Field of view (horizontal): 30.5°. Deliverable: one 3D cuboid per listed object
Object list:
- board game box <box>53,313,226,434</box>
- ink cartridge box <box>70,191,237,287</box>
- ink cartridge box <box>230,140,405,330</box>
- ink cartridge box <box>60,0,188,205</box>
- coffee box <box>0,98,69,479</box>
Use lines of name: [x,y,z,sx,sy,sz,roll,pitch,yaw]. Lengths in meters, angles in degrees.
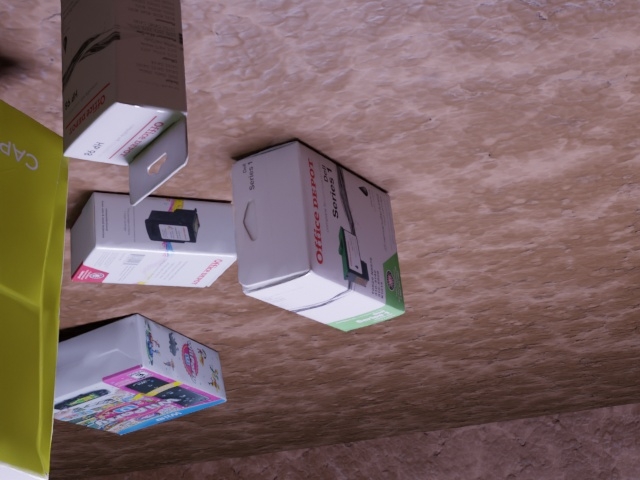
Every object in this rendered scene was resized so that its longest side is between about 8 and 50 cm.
board game box: [-0.323,0.233,1.971,0.224,0.097,0.303,-20,158,15]
ink cartridge box: [-0.204,0.003,1.430,0.175,0.072,0.127,4,158,-24]
ink cartridge box: [0.000,0.000,1.346,0.092,0.160,0.219,-17,158,27]
ink cartridge box: [-0.155,-0.129,0.913,0.060,0.180,0.104,8,156,-33]
coffee box: [-0.442,0.039,0.957,0.334,0.338,0.337,-25,142,30]
